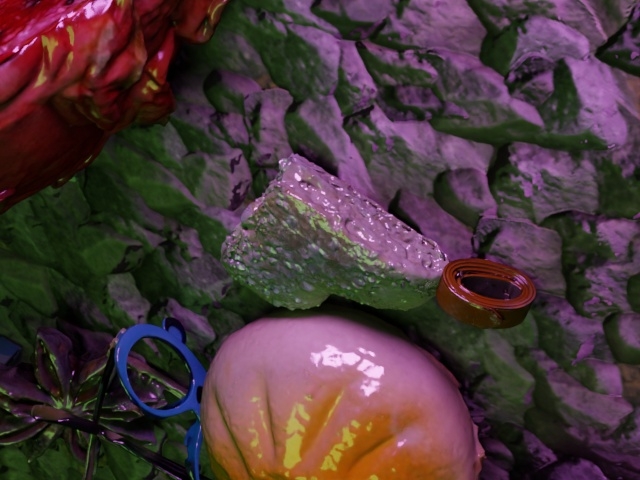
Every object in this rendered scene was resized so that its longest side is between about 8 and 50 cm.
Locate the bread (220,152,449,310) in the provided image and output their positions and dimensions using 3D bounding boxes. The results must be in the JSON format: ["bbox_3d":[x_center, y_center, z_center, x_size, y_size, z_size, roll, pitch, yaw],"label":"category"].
[{"bbox_3d":[0.000,0.000,1.346,0.232,0.064,0.172,4,131,28],"label":"bread"}]

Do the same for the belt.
[{"bbox_3d":[0.143,0.049,1.296,0.083,0.059,0.036,11,138,-3],"label":"belt"}]

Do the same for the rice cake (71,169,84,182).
[{"bbox_3d":[-0.289,-0.077,1.490,0.121,0.022,0.021,8,131,27],"label":"rice cake"}]

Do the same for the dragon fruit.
[{"bbox_3d":[-0.204,-0.113,1.241,0.329,0.286,0.228,-14,124,20],"label":"dragon fruit"}]

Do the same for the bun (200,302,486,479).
[{"bbox_3d":[0.008,0.213,1.457,0.299,0.165,0.299,17,136,17],"label":"bun"}]

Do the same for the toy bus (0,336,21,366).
[{"bbox_3d":[-0.467,0.210,1.660,0.131,0.297,0.106,33,138,12],"label":"toy bus"}]

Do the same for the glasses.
[{"bbox_3d":[-0.195,0.212,1.561,0.207,0.102,0.239,-29,115,8],"label":"glasses"}]

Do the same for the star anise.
[{"bbox_3d":[-0.263,0.175,1.645,0.262,0.081,0.230,-11,126,4],"label":"star anise"}]
